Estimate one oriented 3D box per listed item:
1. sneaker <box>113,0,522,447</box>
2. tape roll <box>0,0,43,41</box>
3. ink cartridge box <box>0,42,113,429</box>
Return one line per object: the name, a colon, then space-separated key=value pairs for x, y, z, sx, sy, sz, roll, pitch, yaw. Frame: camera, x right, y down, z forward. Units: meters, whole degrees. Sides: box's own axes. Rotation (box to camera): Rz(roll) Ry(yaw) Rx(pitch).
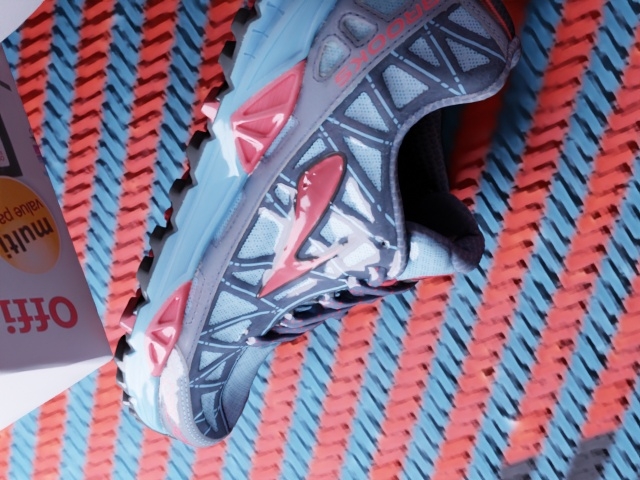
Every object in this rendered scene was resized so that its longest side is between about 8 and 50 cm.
sneaker: x=0.000 y=0.000 z=0.659 sx=0.125 sy=0.104 sz=0.261 roll=27 pitch=124 yaw=6
tape roll: x=-0.190 y=-0.174 z=0.491 sx=0.246 sy=0.246 sz=0.169 roll=29 pitch=168 yaw=7
ink cartridge box: x=-0.229 y=-0.016 z=0.656 sx=0.168 sy=0.171 sz=0.232 roll=-30 pitch=74 yaw=32
